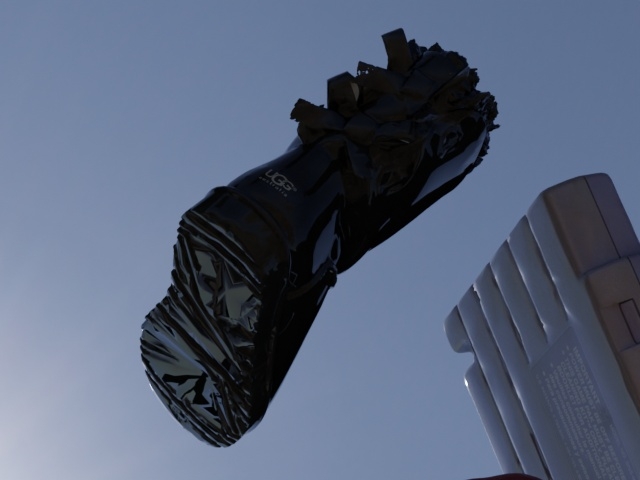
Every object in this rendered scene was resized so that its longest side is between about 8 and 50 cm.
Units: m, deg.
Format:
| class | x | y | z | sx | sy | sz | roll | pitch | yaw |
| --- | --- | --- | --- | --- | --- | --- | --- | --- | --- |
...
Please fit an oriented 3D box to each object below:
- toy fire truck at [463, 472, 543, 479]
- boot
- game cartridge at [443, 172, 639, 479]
| class | x | y | z | sx | sy | sz | roll | pitch | yaw |
| --- | --- | --- | --- | --- | --- | --- | --- | --- | --- |
| toy fire truck | 0.134 | 0.211 | 0.658 | 0.254 | 0.302 | 0.169 | -12 | -39 | 23 |
| boot | 0.000 | 0.000 | 0.559 | 0.045 | 0.099 | 0.121 | 41 | -33 | 17 |
| game cartridge | 0.186 | 0.160 | 1.123 | 0.355 | 0.068 | 0.230 | 69 | -23 | 17 |
